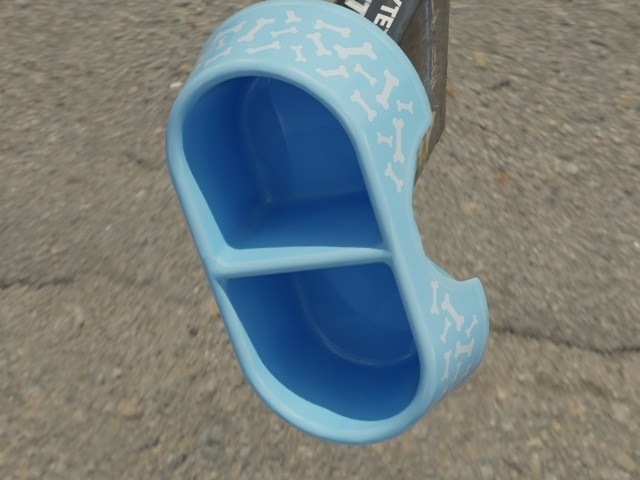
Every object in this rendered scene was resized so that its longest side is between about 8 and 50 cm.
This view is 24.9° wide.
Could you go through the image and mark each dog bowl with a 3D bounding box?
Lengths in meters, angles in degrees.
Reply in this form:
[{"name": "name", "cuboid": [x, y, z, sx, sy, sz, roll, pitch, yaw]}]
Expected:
[{"name": "dog bowl", "cuboid": [0.000, 0.000, 0.915, 0.166, 0.074, 0.297, -7, 114, 27]}]

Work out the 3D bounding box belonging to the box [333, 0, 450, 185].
[{"name": "box", "cuboid": [0.020, -0.061, 1.177, 0.073, 0.295, 0.293, 21, 66, 12]}]
